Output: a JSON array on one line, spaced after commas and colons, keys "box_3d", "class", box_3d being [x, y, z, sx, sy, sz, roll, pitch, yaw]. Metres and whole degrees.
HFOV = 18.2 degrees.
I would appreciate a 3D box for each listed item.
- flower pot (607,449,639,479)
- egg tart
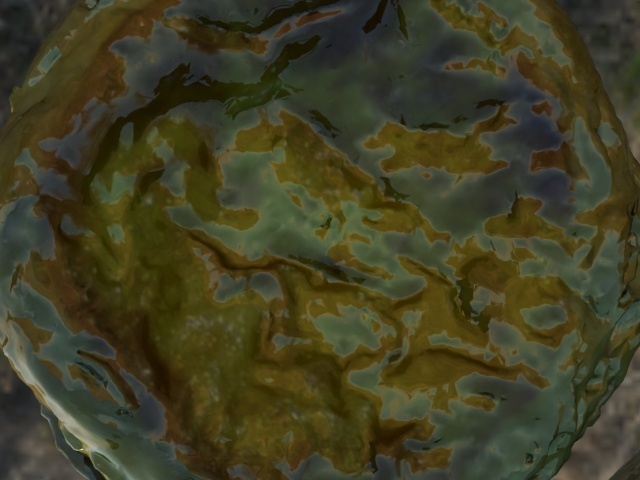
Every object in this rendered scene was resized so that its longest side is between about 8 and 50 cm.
[{"box_3d": [0.260, 0.214, 1.038, 0.293, 0.330, 0.293, 40, 167, 11], "class": "flower pot"}, {"box_3d": [-0.004, 0.002, 0.980, 0.341, 0.341, 0.129, 11, 166, -7], "class": "egg tart"}]
